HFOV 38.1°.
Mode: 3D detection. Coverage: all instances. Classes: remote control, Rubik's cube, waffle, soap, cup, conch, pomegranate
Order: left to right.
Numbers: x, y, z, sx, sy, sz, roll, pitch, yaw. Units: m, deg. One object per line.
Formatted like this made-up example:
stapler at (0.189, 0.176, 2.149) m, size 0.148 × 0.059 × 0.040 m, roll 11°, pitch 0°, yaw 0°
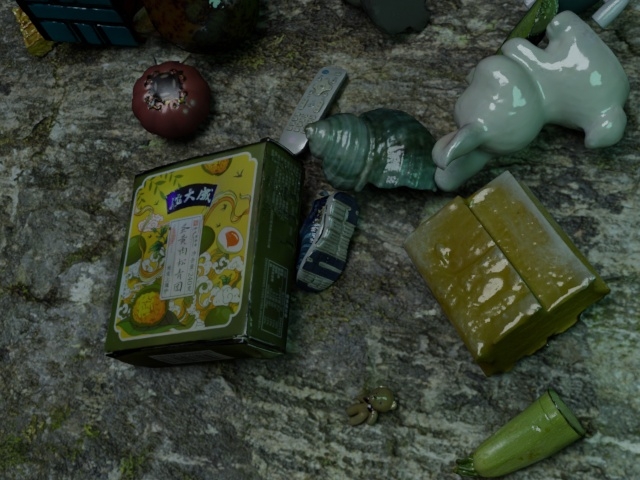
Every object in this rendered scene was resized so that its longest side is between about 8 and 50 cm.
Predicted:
waffle at (-0.706, -0.624, 2.446) m, size 0.229 × 0.057 × 0.219 m, roll -35°, pitch 59°, yaw 7°
Rubik's cube at (-0.563, -0.663, 2.226) m, size 0.289 × 0.283 × 0.293 m, roll 5°, pitch 68°, yaw 10°
pomegranate at (-0.306, -0.542, 2.107) m, size 0.341 × 0.285 × 0.284 m, roll -18°, pitch 60°, yaw 40°
remote control at (-0.014, -0.271, 1.960) m, size 0.073 × 0.044 × 0.229 m, roll 14°, pitch 67°, yaw 36°
conch at (0.095, -0.169, 1.783) m, size 0.195 × 0.277 × 0.220 m, roll -59°, pitch 16°, yaw 31°
soap at (0.314, 0.052, 1.606) m, size 0.259 × 0.143 × 0.281 m, roll -37°, pitch 52°, yaw 7°
cup at (0.463, -0.499, 1.753) m, size 0.173 × 0.168 × 0.299 m, roll -43°, pitch 50°, yaw 21°

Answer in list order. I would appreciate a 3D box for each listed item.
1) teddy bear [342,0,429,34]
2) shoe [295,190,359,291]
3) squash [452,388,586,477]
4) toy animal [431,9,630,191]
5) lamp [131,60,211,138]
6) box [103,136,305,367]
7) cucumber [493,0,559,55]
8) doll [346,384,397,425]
teddy bear at (0.113, -0.553, 1.943) m, size 0.144 × 0.171 × 0.251 m, roll -40°, pitch 55°, yaw -1°
shoe at (0.000, 0.000, 1.819) m, size 0.106 × 0.092 × 0.207 m, roll 7°, pitch 75°, yaw 54°
squash at (0.312, 0.332, 1.518) m, size 0.224 × 0.094 × 0.094 m, roll -34°, pitch 58°, yaw 16°
toy animal at (0.358, -0.222, 1.648) m, size 0.368 × 0.196 × 0.241 m, roll -26°, pitch 68°, yaw 3°
lamp at (-0.334, -0.313, 2.088) m, size 0.182 × 0.140 × 0.181 m, roll -2°, pitch 72°, yaw 7°
box at (-0.230, 0.036, 1.843) m, size 0.373 × 0.138 × 0.420 m, roll -10°, pitch 63°, yaw 35°
cucumber at (0.381, -0.373, 1.735) m, size 0.220 × 0.046 × 0.070 m, roll 123°, pitch 164°, yaw -47°
doll at (0.092, 0.302, 1.670) m, size 0.093 × 0.051 × 0.061 m, roll -47°, pitch 52°, yaw 37°
